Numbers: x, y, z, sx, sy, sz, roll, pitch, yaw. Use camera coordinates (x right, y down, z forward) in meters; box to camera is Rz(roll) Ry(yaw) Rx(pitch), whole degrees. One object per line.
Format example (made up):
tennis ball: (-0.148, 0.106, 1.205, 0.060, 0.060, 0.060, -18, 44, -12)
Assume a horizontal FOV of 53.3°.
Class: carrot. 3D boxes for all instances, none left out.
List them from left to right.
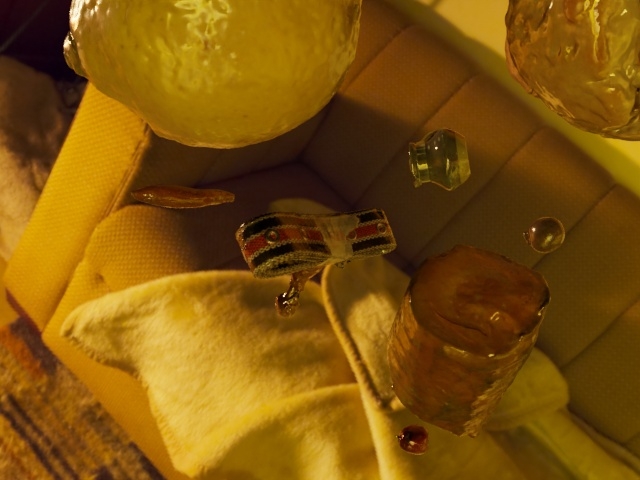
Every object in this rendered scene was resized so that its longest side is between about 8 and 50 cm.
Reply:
carrot: (0.247, 0.180, 1.143, 0.241, 0.341, 0.242, 4, 47, -5)

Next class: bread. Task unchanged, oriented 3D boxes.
bread: (0.288, -0.191, 0.531, 0.244, 0.244, 0.134, 30, 25, -14)

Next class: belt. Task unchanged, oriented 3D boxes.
belt: (0.000, 0.000, 1.118, 0.359, 0.126, 0.094, -5, 73, -53)

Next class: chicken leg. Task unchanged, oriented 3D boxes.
chicken leg: (-0.047, 0.075, 1.546, 0.087, 0.252, 0.107, 13, 23, -23)

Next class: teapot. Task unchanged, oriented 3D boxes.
teapot: (0.246, -0.177, 1.330, 0.166, 0.119, 0.130, -84, 161, -46)

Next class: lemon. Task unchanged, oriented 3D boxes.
lemon: (-0.132, -0.292, 0.812, 0.387, 0.350, 0.350, -15, 45, -9)

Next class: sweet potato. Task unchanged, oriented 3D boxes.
sweet potato: (-0.322, -0.103, 1.520, 0.264, 0.057, 0.057, 3, 42, -34)

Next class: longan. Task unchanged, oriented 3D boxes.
longan: (0.654, -0.014, 1.868, 0.106, 0.119, 0.106, 16, 69, -49)

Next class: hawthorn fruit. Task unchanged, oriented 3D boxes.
hawthorn fruit: (0.228, 0.484, 1.548, 0.077, 0.077, 0.077, 28, 28, -17)

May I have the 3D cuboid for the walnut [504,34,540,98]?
walnut: (0.340, -0.277, 0.877, 0.165, 0.165, 0.197, 41, -5, 7)
